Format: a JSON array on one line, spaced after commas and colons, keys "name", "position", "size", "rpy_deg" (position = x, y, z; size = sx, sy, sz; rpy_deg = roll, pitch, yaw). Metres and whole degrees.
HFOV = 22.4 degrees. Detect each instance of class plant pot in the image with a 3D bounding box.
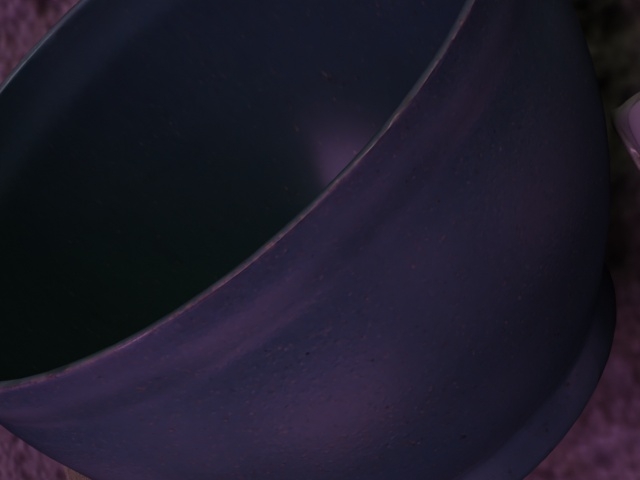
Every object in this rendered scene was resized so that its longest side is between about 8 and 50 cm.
[{"name": "plant pot", "position": [0.000, 0.000, 0.664], "size": [0.293, 0.293, 0.196], "rpy_deg": [-13, 131, 39]}]

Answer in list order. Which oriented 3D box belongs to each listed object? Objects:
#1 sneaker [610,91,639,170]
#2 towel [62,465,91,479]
[{"name": "sneaker", "position": [0.175, 0.015, 0.643], "size": [0.169, 0.108, 0.292], "rpy_deg": [39, 119, 16]}, {"name": "towel", "position": [-0.111, 0.098, 0.930], "size": [0.148, 0.027, 0.110], "rpy_deg": [-17, 102, 39]}]
